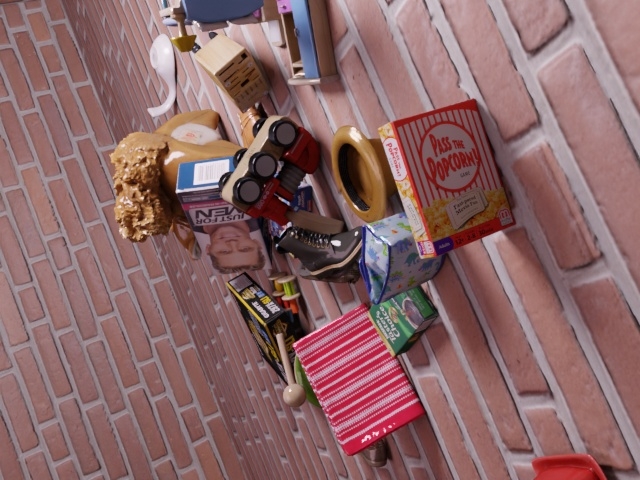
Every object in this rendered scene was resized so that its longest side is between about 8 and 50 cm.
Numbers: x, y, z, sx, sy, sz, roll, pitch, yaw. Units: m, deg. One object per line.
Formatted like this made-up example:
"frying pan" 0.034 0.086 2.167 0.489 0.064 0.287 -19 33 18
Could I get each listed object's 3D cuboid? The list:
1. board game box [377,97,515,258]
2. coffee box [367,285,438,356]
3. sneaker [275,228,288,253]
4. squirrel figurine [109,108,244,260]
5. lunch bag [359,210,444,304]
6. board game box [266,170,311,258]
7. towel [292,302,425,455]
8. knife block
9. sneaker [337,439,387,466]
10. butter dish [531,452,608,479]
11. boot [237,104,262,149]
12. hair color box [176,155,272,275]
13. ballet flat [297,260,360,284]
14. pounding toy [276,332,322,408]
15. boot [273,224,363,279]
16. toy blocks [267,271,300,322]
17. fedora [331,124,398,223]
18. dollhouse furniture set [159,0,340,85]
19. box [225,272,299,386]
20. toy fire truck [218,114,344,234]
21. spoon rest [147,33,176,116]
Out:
"board game box" 0.179 -0.089 0.893 0.045 0.147 0.193 -14 96 66
"coffee box" 0.157 0.146 1.245 0.113 0.040 0.184 60 154 21
"sneaker" -0.035 0.006 1.446 0.162 0.073 0.063 -13 116 35
"squirrel figurine" -0.406 -0.128 1.782 0.281 0.397 0.370 43 136 37
"lunch bag" 0.141 0.030 1.085 0.096 0.129 0.151 44 147 47
"board game box" -0.093 -0.087 1.566 0.194 0.060 0.194 45 146 45
"towel" 0.078 0.299 1.366 0.274 0.199 0.031 62 -172 16
"knife block" -0.234 -0.421 1.452 0.242 0.088 0.275 48 180 11
"sneaker" 0.110 0.510 1.617 0.188 0.066 0.071 10 100 57
"butter dish" 0.360 0.411 0.931 0.159 0.118 0.160 64 155 12
"boot" -0.177 -0.251 1.609 0.197 0.073 0.152 -39 73 52
"hair color box" -0.238 -0.055 1.638 0.347 0.174 0.105 78 -174 -51
"ballet flat" 0.021 0.066 1.447 0.058 0.084 0.250 39 163 -23
"pounding toy" 0.022 0.295 1.468 0.110 0.237 0.182 -20 69 41
"boot" 0.000 0.000 1.305 0.137 0.077 0.198 37 134 -16
"toy blocks" -0.090 0.169 1.762 0.123 0.054 0.148 10 117 63
"fedora" 0.091 -0.123 1.133 0.194 0.079 0.194 51 156 34
"dollhouse furniture set" -0.164 -0.375 1.202 0.286 0.303 0.198 23 128 58
"box" -0.139 0.277 1.839 0.257 0.079 0.322 34 151 50
"toy fire truck" -0.057 -0.121 1.367 0.246 0.217 0.158 34 174 -31
"spoon rest" -0.524 -0.552 2.115 0.137 0.084 0.276 47 134 39
